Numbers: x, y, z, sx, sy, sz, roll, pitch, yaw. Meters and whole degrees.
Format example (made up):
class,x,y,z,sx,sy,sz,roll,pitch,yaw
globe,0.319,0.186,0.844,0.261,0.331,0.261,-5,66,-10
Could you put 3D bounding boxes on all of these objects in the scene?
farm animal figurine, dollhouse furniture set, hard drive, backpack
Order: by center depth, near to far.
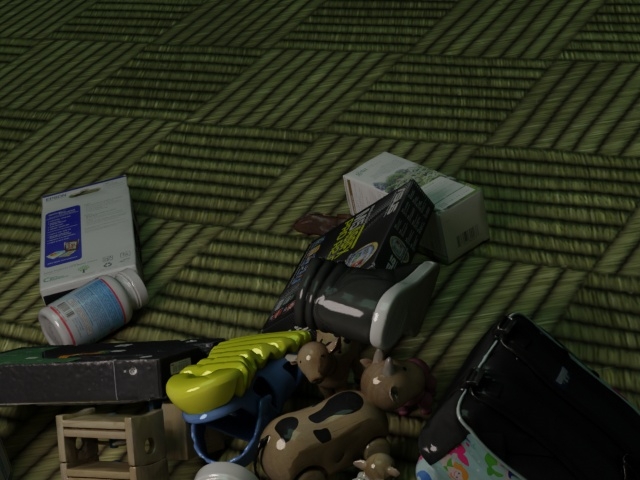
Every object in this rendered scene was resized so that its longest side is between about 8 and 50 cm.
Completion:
class,x,y,z,sx,sy,sz,roll,pitch,yaw
backpack,0.249,0.240,1.613,0.253,0.191,0.225,35,46,3
farm animal figurine,0.045,0.212,1.784,0.327,0.172,0.330,-34,35,-29
dollhouse furniture set,-0.232,0.279,1.867,0.129,0.129,0.184,-3,2,33
hard drive,-0.328,0.185,1.998,0.339,0.064,0.237,-3,2,18

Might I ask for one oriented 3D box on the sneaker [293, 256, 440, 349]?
class,x,y,z,sx,sy,sz,roll,pitch,yaw
sneaker,0.058,0.064,1.818,0.147,0.104,0.296,17,10,16

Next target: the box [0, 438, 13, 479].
class,x,y,z,sx,sy,sz,roll,pitch,yaw
box,-0.485,0.334,1.815,0.087,0.169,0.290,-8,29,7

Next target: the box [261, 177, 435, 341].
class,x,y,z,sx,sy,sz,roll,pitch,yaw
box,0.044,0.039,2.080,0.216,0.060,0.270,-32,16,30

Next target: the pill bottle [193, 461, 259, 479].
class,x,y,z,sx,sy,sz,roll,pitch,yaw
pill bottle,-0.132,0.357,1.640,0.118,0.117,0.208,-4,32,17

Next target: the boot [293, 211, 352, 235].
class,x,y,z,sx,sy,sz,roll,pitch,yaw
boot,0.000,0.000,2.301,0.106,0.037,0.114,-8,35,15

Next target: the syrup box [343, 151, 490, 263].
class,x,y,z,sx,sy,sz,roll,pitch,yaw
syrup box,0.150,-0.055,2.264,0.093,0.096,0.237,-31,34,-28

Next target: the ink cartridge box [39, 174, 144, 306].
class,x,y,z,sx,sy,sz,roll,pitch,yaw
ink cartridge box,-0.392,0.004,2.429,0.165,0.065,0.332,-15,31,-1

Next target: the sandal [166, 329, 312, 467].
class,x,y,z,sx,sy,sz,roll,pitch,yaw
sandal,-0.096,0.204,1.865,0.126,0.138,0.317,-9,9,27

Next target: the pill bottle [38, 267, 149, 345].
class,x,y,z,sx,sy,sz,roll,pitch,yaw
pill bottle,-0.351,0.108,2.211,0.160,0.087,0.087,-31,34,-27
